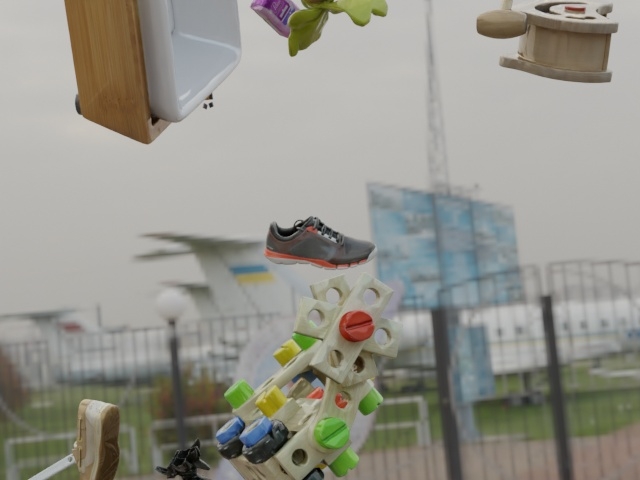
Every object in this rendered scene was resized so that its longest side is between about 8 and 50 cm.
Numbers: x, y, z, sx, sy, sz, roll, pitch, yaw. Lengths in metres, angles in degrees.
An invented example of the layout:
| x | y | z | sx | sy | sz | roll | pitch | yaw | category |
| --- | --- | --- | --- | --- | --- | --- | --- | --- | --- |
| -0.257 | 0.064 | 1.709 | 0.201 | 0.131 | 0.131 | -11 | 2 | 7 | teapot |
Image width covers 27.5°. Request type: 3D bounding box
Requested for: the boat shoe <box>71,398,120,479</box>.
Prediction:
| x | y | z | sx | sy | sz | roll | pitch | yaw | category |
| --- | --- | --- | --- | --- | --- | --- | --- | --- | --- |
| -0.328 | 0.300 | 1.888 | 0.059 | 0.170 | 0.063 | 21 | 27 | 20 | boat shoe |

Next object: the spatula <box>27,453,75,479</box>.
| x | y | z | sx | sy | sz | roll | pitch | yaw | category |
| --- | --- | --- | --- | --- | --- | --- | --- | --- | --- |
| -0.466 | 0.443 | 2.050 | 0.242 | 0.168 | 0.019 | -31 | -32 | 8 | spatula |

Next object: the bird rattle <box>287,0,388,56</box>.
| x | y | z | sx | sy | sz | roll | pitch | yaw | category |
| --- | --- | --- | --- | --- | --- | --- | --- | --- | --- |
| -0.031 | -0.365 | 1.659 | 0.143 | 0.207 | 0.253 | -27 | -42 | 8 | bird rattle |

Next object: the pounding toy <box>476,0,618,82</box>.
| x | y | z | sx | sy | sz | roll | pitch | yaw | category |
| --- | --- | --- | --- | --- | --- | --- | --- | --- | --- |
| 0.320 | -0.293 | 1.694 | 0.154 | 0.155 | 0.269 | 13 | 21 | 26 | pounding toy |

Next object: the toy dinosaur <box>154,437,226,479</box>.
| x | y | z | sx | sy | sz | roll | pitch | yaw | category |
| --- | --- | --- | --- | --- | --- | --- | --- | --- | --- |
| -0.191 | 0.469 | 2.145 | 0.322 | 0.218 | 0.164 | -34 | 20 | 36 | toy dinosaur |

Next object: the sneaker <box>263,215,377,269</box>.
| x | y | z | sx | sy | sz | roll | pitch | yaw | category |
| --- | --- | --- | --- | --- | --- | --- | --- | --- | --- |
| 0.000 | 0.000 | 1.797 | 0.158 | 0.065 | 0.061 | 1 | 21 | 1 | sneaker |

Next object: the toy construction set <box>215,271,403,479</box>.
| x | y | z | sx | sy | sz | roll | pitch | yaw | category |
| --- | --- | --- | --- | --- | --- | --- | --- | --- | --- |
| -0.002 | 0.156 | 1.316 | 0.215 | 0.151 | 0.328 | -41 | -8 | -18 | toy construction set |

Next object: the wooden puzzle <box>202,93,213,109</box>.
| x | y | z | sx | sy | sz | roll | pitch | yaw | category |
| --- | --- | --- | --- | --- | --- | --- | --- | --- | --- |
| -0.228 | -0.292 | 2.511 | 0.006 | 0.083 | 0.049 | -1 | 7 | 43 | wooden puzzle |

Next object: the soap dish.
| x | y | z | sx | sy | sz | roll | pitch | yaw | category |
| --- | --- | --- | --- | --- | --- | --- | --- | --- | --- |
| -0.177 | -0.253 | 1.389 | 0.118 | 0.229 | 0.291 | 0 | 22 | 11 | soap dish |

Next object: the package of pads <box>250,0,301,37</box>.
| x | y | z | sx | sy | sz | roll | pitch | yaw | category |
| --- | --- | --- | --- | --- | --- | --- | --- | --- | --- |
| -0.065 | -0.351 | 1.992 | 0.032 | 0.050 | 0.083 | 22 | -11 | 42 | package of pads |
